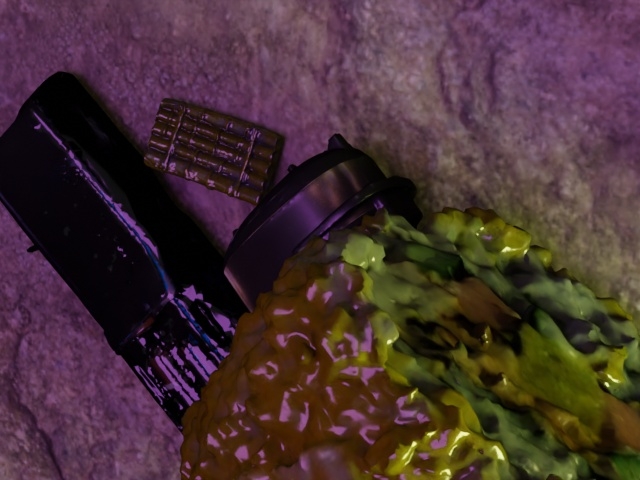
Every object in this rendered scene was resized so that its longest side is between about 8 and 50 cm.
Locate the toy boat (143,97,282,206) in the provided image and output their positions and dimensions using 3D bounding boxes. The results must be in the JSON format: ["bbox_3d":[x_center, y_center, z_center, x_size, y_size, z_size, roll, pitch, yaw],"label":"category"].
[{"bbox_3d":[-0.088,-0.074,1.483,0.115,0.016,0.063,19,96,22],"label":"toy boat"}]

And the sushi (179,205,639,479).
[{"bbox_3d":[0.104,0.168,1.238,0.396,0.351,0.240,41,118,11],"label":"sushi"}]

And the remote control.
[{"bbox_3d":[-0.145,0.044,1.519,0.399,0.062,0.144,50,119,11],"label":"remote control"}]

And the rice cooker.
[{"bbox_3d":[0.000,0.000,1.404,0.106,0.112,0.165,47,114,19],"label":"rice cooker"}]
